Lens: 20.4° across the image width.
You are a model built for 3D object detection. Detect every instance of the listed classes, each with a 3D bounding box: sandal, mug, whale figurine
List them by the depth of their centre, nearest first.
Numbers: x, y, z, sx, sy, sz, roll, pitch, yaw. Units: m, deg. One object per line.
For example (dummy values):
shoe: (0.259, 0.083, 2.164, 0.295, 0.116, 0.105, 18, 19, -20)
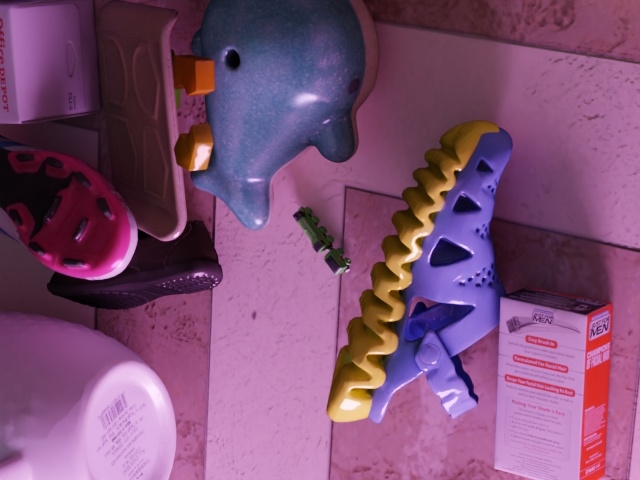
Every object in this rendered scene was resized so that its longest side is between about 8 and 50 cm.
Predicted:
sandal: (0.117, 0.040, 1.653, 0.138, 0.126, 0.317, 20, 109, -3)
whale figurine: (-0.060, -0.138, 1.713, 0.216, 0.141, 0.272, 40, 120, 23)
mug: (-0.358, 0.224, 1.881, 0.328, 0.374, 0.276, -3, 104, 31)

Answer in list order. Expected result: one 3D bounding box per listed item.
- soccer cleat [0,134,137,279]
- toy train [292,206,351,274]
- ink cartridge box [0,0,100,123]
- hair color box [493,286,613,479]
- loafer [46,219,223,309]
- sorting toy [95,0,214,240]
soccer cleat: (-0.296, -0.044, 1.921, 0.331, 0.143, 0.116, 26, 91, 34)
toy train: (0.000, 0.000, 1.775, 0.083, 0.024, 0.017, 52, 126, 16)
ink cartridge box: (-0.345, -0.195, 1.928, 0.176, 0.127, 0.128, 3, 102, 36)
hair color box: (0.212, 0.134, 1.625, 0.093, 0.053, 0.167, 12, 108, 36)
loafer: (-0.197, 0.024, 1.908, 0.220, 0.080, 0.078, -9, 72, 29)
sorting toy: (-0.159, -0.120, 1.788, 0.307, 0.041, 0.229, -157, 64, -63)
